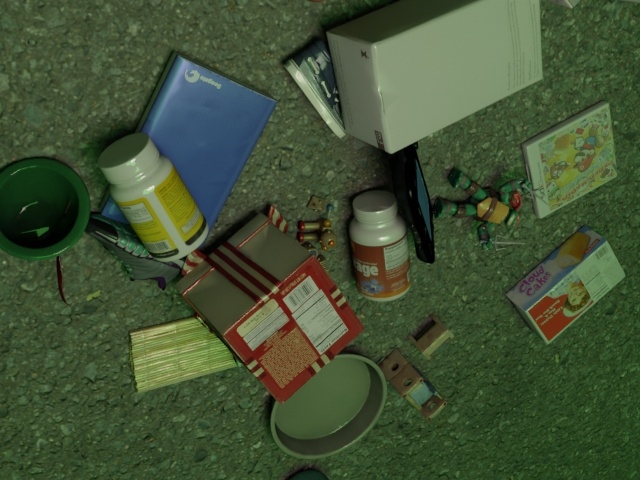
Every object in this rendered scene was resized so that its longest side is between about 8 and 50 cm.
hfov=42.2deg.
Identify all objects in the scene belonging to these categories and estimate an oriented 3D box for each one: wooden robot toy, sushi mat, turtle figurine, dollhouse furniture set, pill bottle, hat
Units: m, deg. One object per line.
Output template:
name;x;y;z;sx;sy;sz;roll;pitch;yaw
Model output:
wooden robot toy;0.000;0.000;1.695;0.076;0.079;0.173;-8;119;-22
sushi mat;-0.240;0.219;1.735;0.317;0.019;0.151;-12;122;-20
turtle figurine;0.373;-0.067;1.819;0.234;0.118;0.175;19;93;-17
dollhouse furniture set;0.260;0.300;1.955;0.184;0.129;0.129;-44;126;2
pill bottle;0.123;0.010;1.735;0.121;0.121;0.216;-19;123;-16
hat;-0.499;-0.020;1.474;0.173;0.183;0.208;16;71;-9
pill bottle;-0.290;-0.075;1.437;0.119;0.119;0.208;-31;125;-8

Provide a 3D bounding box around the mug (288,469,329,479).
mug;-0.039;0.631;2.010;0.158;0.097;0.129;-39;127;-1

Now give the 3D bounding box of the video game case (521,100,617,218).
video game case;0.578;-0.184;1.910;0.227;0.026;0.206;-28;125;-10

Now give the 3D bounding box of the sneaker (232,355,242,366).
sneaker;-0.150;0.219;1.743;0.069;0.038;0.098;-11;123;-20

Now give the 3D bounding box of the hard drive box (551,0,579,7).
hard drive box;0.382;-0.551;1.518;0.089;0.181;0.232;-49;127;5

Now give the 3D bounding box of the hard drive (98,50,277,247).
hard drive;-0.240;-0.157;1.515;0.210;0.040;0.318;20;106;-33

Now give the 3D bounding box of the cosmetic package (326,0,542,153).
cosmetic package;0.220;-0.342;1.537;0.385;0.156;0.217;-25;124;-22

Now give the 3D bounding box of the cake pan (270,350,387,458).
cake pan;0.013;0.375;1.922;0.293;0.054;0.293;-12;120;-20

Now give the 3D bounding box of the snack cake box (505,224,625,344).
snack cake box;0.606;0.110;2.046;0.264;0.089;0.152;-41;128;0

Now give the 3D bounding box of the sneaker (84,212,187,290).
sneaker;-0.355;0.031;1.539;0.224;0.083;0.098;27;107;-35

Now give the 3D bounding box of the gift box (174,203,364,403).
gift box;-0.105;0.101;1.578;0.255;0.258;0.276;-37;124;-14

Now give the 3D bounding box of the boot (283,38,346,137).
boot;0.017;-0.282;1.554;0.086;0.069;0.190;-37;126;3

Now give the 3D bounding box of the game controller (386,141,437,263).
game controller;0.192;-0.079;1.648;0.067;0.166;0.319;-15;150;9

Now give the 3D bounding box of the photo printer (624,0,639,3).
photo printer;0.646;-0.607;1.661;0.308;0.107;0.256;0;116;-26
